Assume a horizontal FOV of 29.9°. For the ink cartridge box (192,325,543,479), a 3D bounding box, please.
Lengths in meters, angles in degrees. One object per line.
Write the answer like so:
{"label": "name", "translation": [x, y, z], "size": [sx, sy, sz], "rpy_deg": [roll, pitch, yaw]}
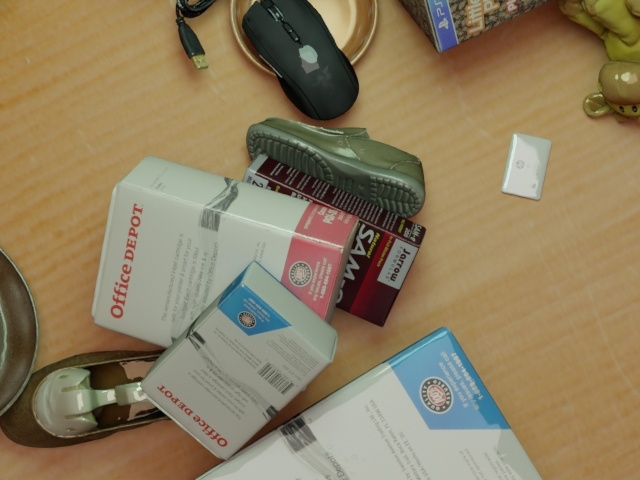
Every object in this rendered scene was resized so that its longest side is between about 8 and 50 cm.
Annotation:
{"label": "ink cartridge box", "translation": [0.057, 0.329, 1.485], "size": [0.395, 0.166, 0.285], "rpy_deg": [-31, 85, -4]}

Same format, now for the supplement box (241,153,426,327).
{"label": "supplement box", "translation": [0.000, 0.000, 1.542], "size": [0.239, 0.073, 0.130], "rpy_deg": [24, 113, 2]}

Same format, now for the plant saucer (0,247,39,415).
{"label": "plant saucer", "translation": [-0.508, 0.108, 1.496], "size": [0.310, 0.050, 0.311], "rpy_deg": [15, 58, -26]}

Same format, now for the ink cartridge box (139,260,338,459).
{"label": "ink cartridge box", "translation": [-0.095, 0.141, 1.402], "size": [0.139, 0.082, 0.190], "rpy_deg": [42, 112, -9]}

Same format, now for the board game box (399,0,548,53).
{"label": "board game box", "translation": [0.217, -0.407, 1.521], "size": [0.291, 0.141, 0.232], "rpy_deg": [-26, 45, -3]}

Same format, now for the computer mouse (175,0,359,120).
{"label": "computer mouse", "translation": [-0.077, -0.257, 1.562], "size": [0.184, 0.060, 0.262], "rpy_deg": [-29, 85, -4]}

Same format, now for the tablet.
{"label": "tablet", "translation": [0.277, -0.100, 1.613], "size": [0.054, 0.006, 0.083], "rpy_deg": [13, 84, 1]}

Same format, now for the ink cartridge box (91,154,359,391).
{"label": "ink cartridge box", "translation": [-0.118, 0.036, 1.477], "size": [0.283, 0.117, 0.207], "rpy_deg": [17, 115, 5]}

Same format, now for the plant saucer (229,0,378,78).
{"label": "plant saucer", "translation": [-0.022, -0.307, 1.616], "size": [0.200, 0.037, 0.200], "rpy_deg": [0, 84, 0]}

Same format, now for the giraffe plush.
{"label": "giraffe plush", "translation": [0.409, -0.241, 1.570], "size": [0.210, 0.181, 0.170], "rpy_deg": [6, 95, -34]}

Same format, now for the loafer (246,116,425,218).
{"label": "loafer", "translation": [0.024, -0.104, 1.581], "size": [0.251, 0.094, 0.087], "rpy_deg": [21, 46, 5]}

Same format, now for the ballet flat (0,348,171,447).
{"label": "ballet flat", "translation": [-0.249, 0.195, 1.517], "size": [0.342, 0.124, 0.116], "rpy_deg": [-8, 87, -1]}
